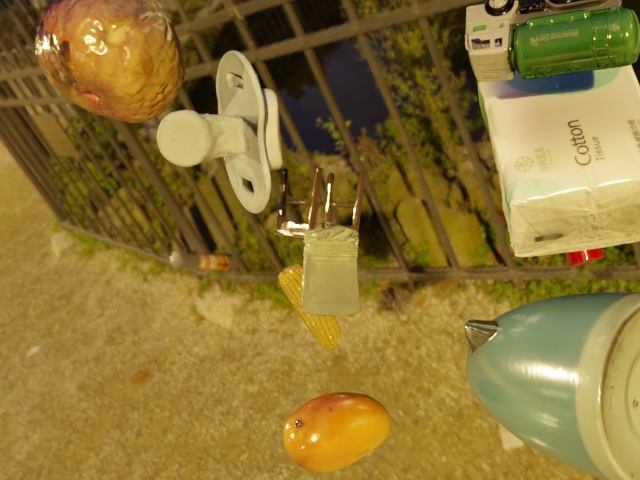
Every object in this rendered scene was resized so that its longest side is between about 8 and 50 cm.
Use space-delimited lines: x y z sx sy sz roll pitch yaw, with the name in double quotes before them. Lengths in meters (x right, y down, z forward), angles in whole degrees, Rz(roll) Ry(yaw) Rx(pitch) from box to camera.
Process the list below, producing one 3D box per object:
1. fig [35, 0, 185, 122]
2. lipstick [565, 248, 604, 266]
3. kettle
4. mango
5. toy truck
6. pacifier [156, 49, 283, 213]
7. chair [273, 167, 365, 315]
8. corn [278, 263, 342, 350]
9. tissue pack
"fig" -0.364 -0.423 1.432 0.286 0.286 0.369 15 70 52
"lipstick" 0.483 -0.090 1.447 0.073 0.280 0.073 -16 -7 -2
"kettle" 0.373 0.217 1.048 0.247 0.319 0.342 -53 19 -19
"mango" 0.037 0.338 1.309 0.219 0.145 0.112 -4 27 -33
"toy truck" 0.336 -0.297 1.072 0.242 0.101 0.125 -2 67 23
"pacifier" -0.176 -0.176 1.243 0.207 0.279 0.227 -15 24 -27
"chair" 0.000 0.000 1.653 0.160 0.319 0.186 3 3 -32
"corn" -0.021 0.161 1.790 0.080 0.231 0.080 -32 9 5
"tissue pack" 0.431 -0.171 1.275 0.266 0.194 0.356 -9 53 10
